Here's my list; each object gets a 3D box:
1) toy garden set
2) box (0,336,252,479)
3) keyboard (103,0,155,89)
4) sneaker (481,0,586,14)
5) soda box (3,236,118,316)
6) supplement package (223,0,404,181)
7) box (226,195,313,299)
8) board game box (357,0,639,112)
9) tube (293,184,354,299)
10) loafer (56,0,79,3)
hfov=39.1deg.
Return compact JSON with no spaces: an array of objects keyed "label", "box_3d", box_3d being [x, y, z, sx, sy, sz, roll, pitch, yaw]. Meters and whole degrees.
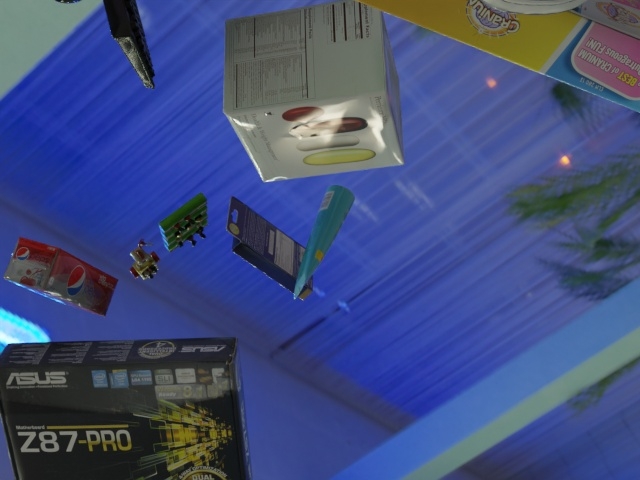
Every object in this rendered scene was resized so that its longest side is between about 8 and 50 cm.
[{"label":"toy garden set","box_3d":[-0.315,0.004,1.900,0.049,0.204,0.244,51,168,5]},{"label":"box","box_3d":[-0.321,0.321,1.517,0.097,0.395,0.318,-85,-7,-68]},{"label":"keyboard","box_3d":[-0.266,-0.359,1.121,0.201,0.033,0.317,65,-175,-62]},{"label":"sneaker","box_3d":[0.216,-0.249,0.629,0.163,0.226,0.086,101,147,-65]},{"label":"soda box","box_3d":[-0.483,0.073,1.709,0.092,0.083,0.263,14,169,14]},{"label":"supplement package","box_3d":[-0.003,-0.193,1.195,0.194,0.203,0.149,61,-156,-63]},{"label":"box","box_3d":[-0.109,0.013,1.833,0.225,0.036,0.136,38,-154,-23]},{"label":"board game box","box_3d":[0.199,-0.250,0.933,0.317,0.064,0.242,21,-151,-3]},{"label":"tube","box_3d":[0.000,0.000,1.529,0.052,0.080,0.207,23,-119,2]},{"label":"loafer","box_3d":[-0.266,-0.365,0.959,0.078,0.076,0.223,-18,-75,-65]}]
